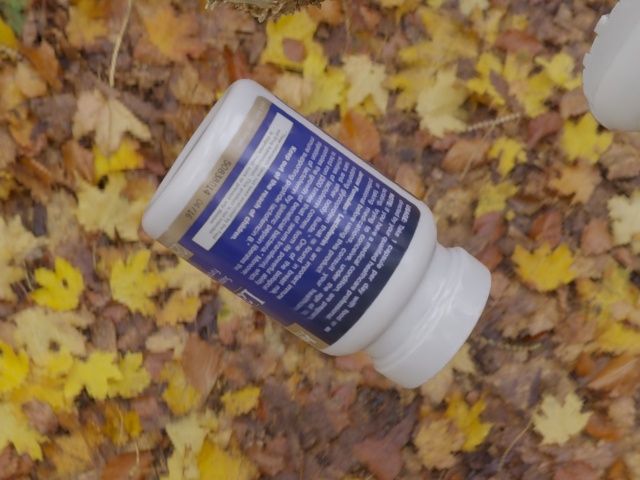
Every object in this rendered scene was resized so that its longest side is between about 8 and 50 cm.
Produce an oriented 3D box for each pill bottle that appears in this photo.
[{"bbox_3d":[0.000,0.000,1.000,0.264,0.153,0.153,35,68,-10],"label":"pill bottle"}]

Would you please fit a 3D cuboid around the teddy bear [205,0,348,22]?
[{"bbox_3d":[0.025,-0.281,1.013,0.338,0.245,0.113,-33,73,-35],"label":"teddy bear"}]

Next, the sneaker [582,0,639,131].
[{"bbox_3d":[0.206,-0.120,0.499,0.095,0.235,0.090,47,30,10],"label":"sneaker"}]
